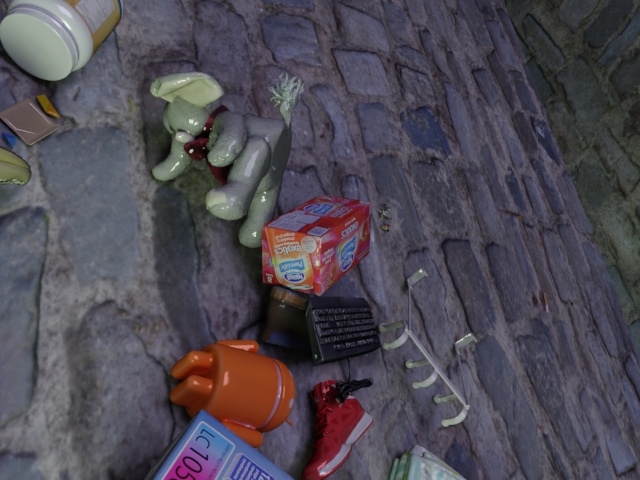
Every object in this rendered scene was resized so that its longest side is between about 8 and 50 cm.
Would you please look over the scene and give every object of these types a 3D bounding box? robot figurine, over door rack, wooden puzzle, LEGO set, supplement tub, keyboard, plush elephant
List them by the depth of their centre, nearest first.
[{"bbox_3d":[-0.133,0.241,0.948,0.219,0.158,0.128,24,93,-32],"label":"robot figurine"},{"bbox_3d":[-0.485,-0.197,0.961,0.078,0.014,0.116,48,42,-4],"label":"wooden puzzle"},{"bbox_3d":[-0.448,-0.388,1.012,0.144,0.144,0.200,36,46,-23],"label":"supplement tub"},{"bbox_3d":[-0.198,-0.182,1.075,0.272,0.255,0.330,40,66,-79],"label":"plush elephant"},{"bbox_3d":[0.059,0.209,1.137,0.317,0.033,0.202,11,67,-65],"label":"keyboard"},{"bbox_3d":[0.251,0.245,1.348,0.240,0.108,0.324,52,28,-9],"label":"over door rack"},{"bbox_3d":[0.174,-0.064,1.508,0.054,0.023,0.083,9,60,-41],"label":"LEGO set"}]

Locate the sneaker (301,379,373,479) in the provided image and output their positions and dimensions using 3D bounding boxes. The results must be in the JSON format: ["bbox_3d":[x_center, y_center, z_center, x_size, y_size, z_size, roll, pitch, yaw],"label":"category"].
[{"bbox_3d":[0.002,0.343,1.067,0.128,0.087,0.221,52,29,6],"label":"sneaker"}]

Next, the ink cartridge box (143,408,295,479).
[{"bbox_3d":[-0.083,0.447,0.713,0.395,0.151,0.270,39,37,-4],"label":"ink cartridge box"}]

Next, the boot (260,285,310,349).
[{"bbox_3d":[-0.035,0.172,1.147,0.219,0.082,0.106,31,74,-42],"label":"boot"}]

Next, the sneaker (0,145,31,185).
[{"bbox_3d":[-0.566,-0.028,0.713,0.410,0.158,0.182,-17,98,-45],"label":"sneaker"}]

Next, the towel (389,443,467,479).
[{"bbox_3d":[0.245,0.631,1.107,0.320,0.090,0.375,39,45,-20],"label":"towel"}]

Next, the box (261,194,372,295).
[{"bbox_3d":[0.000,0.000,1.166,0.257,0.128,0.123,-35,132,-58],"label":"box"}]
